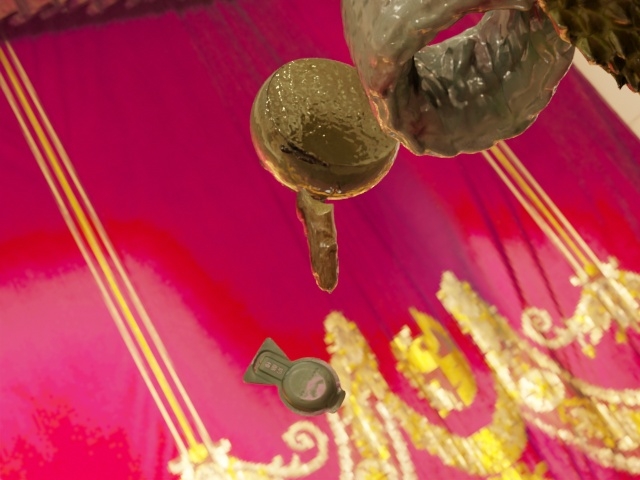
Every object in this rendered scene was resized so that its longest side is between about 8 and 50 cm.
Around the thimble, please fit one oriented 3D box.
[{"bbox_3d":[0.125,-0.187,0.832,0.211,0.149,0.185,-34,-44,24],"label":"thimble"}]

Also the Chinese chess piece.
[{"bbox_3d":[0.005,-0.166,1.429,0.237,0.238,0.092,-18,-25,-32],"label":"Chinese chess piece"}]

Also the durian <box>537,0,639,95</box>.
[{"bbox_3d":[0.114,-0.135,0.376,0.086,0.215,0.100,-25,-10,21],"label":"durian"}]

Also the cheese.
[{"bbox_3d":[-0.027,0.157,1.083,0.067,0.120,0.026,-58,-25,-16],"label":"cheese"}]

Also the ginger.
[{"bbox_3d":[0.002,-0.003,1.215,0.057,0.137,0.044,-27,-29,27],"label":"ginger"}]
